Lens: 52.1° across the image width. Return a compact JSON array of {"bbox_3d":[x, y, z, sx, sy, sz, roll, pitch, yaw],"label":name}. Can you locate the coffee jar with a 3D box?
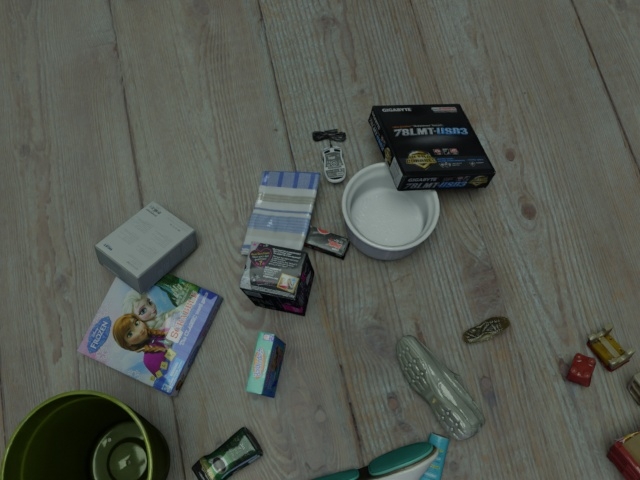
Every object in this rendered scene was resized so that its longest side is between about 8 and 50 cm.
[{"bbox_3d":[-0.257,0.603,1.797,0.184,0.079,0.096,-35,76,-6],"label":"coffee jar"}]

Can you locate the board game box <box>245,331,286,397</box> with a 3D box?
[{"bbox_3d":[-0.146,0.344,1.792,0.047,0.210,0.160,10,75,8],"label":"board game box"}]

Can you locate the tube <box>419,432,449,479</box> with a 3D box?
[{"bbox_3d":[0.294,0.626,1.760,0.080,0.052,0.206,14,82,19],"label":"tube"}]

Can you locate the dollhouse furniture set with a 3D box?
[{"bbox_3d":[0.800,0.438,1.734,0.201,0.152,0.374,-30,57,-3],"label":"dollhouse furniture set"}]

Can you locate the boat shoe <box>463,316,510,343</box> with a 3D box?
[{"bbox_3d":[0.467,0.254,1.847,0.136,0.045,0.050,-20,65,4],"label":"boat shoe"}]

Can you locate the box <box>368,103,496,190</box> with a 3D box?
[{"bbox_3d":[0.320,-0.278,1.911,0.296,0.073,0.293,-4,55,-18],"label":"box"}]

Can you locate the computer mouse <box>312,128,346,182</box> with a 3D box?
[{"bbox_3d":[0.035,-0.258,2.037,0.106,0.042,0.192,-6,68,-1],"label":"computer mouse"}]

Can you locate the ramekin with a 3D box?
[{"bbox_3d":[0.196,-0.076,1.902,0.278,0.135,0.277,1,67,-2],"label":"ramekin"}]

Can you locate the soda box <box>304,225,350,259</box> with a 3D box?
[{"bbox_3d":[0.000,0.000,1.958,0.169,0.053,0.060,19,77,10],"label":"soda box"}]

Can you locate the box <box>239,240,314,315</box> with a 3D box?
[{"bbox_3d":[-0.117,0.108,1.837,0.164,0.247,0.142,12,74,8],"label":"box"}]

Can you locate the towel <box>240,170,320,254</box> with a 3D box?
[{"bbox_3d":[-0.121,-0.080,1.968,0.209,0.034,0.284,6,73,28],"label":"towel"}]

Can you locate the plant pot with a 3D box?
[{"bbox_3d":[-0.554,0.579,1.689,0.367,0.353,0.366,-1,75,5],"label":"plant pot"}]

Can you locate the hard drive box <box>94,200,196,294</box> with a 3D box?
[{"bbox_3d":[-0.512,0.017,1.932,0.181,0.089,0.232,34,56,19],"label":"hard drive box"}]

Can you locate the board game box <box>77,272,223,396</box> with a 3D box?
[{"bbox_3d":[-0.498,0.247,1.926,0.318,0.066,0.318,21,76,11],"label":"board game box"}]

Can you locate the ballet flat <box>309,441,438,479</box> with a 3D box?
[{"bbox_3d":[0.136,0.654,1.735,0.401,0.139,0.139,-21,73,3],"label":"ballet flat"}]

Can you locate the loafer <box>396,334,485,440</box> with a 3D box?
[{"bbox_3d":[0.328,0.394,1.800,0.112,0.112,0.319,-20,68,-38],"label":"loafer"}]
